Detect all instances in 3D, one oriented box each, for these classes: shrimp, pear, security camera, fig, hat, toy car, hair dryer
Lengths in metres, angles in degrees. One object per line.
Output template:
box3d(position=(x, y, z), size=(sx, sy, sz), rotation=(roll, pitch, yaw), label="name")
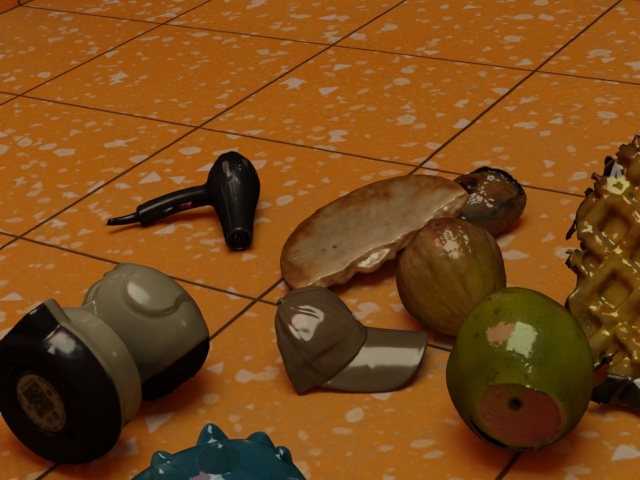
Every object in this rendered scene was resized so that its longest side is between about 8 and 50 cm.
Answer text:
box3d(position=(0.209, -0.033, 1.951), size=(0.262, 0.066, 0.117), rotation=(-22, 52, -25), label="shrimp")
box3d(position=(0.240, 0.145, 1.485), size=(0.187, 0.187, 0.219), rotation=(1, 35, 13), label="pear")
box3d(position=(-0.265, 0.143, 1.586), size=(0.197, 0.191, 0.277), rotation=(-41, -2, 42), label="security camera")
box3d(position=(0.198, 0.083, 1.689), size=(0.159, 0.159, 0.257), rotation=(-11, 46, -10), label="fig")
box3d(position=(0.043, 0.116, 1.654), size=(0.173, 0.144, 0.166), rotation=(-21, 25, 22), label="hat")
box3d(position=(-0.119, 0.293, 1.276), size=(0.255, 0.190, 0.188), rotation=(-18, 31, -18), label="toy car")
box3d(position=(-0.229, -0.040, 2.073), size=(0.272, 0.091, 0.235), rotation=(-17, 38, 6), label="hair dryer")

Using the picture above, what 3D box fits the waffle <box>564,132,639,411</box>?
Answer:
box3d(position=(0.475, 0.031, 1.519), size=(0.382, 0.379, 0.095), rotation=(-3, -17, 36), label="waffle")

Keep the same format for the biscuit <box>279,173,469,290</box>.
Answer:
box3d(position=(0.065, -0.018, 1.917), size=(0.309, 0.040, 0.204), rotation=(-30, 30, -12), label="biscuit")
